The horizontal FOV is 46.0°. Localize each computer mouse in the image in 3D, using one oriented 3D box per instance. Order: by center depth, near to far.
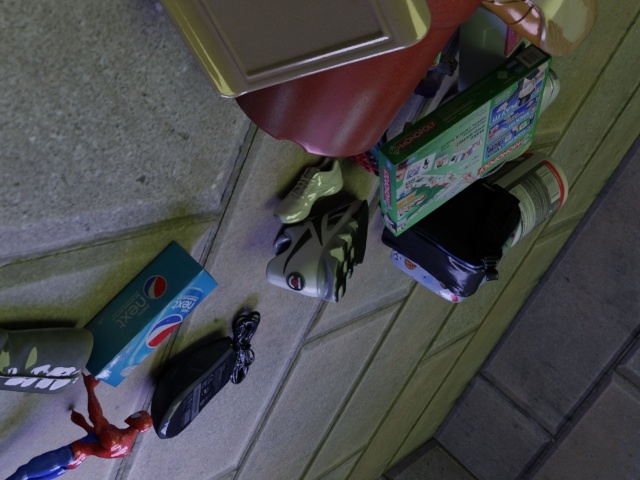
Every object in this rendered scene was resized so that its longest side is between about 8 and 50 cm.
[{"bbox_3d":[-0.217,0.242,1.345,0.272,0.072,0.189,-41,155,-47],"label":"computer mouse"}]

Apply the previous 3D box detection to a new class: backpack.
[{"bbox_3d":[0.287,-0.020,1.588,0.263,0.276,0.213,-41,160,-33],"label":"backpack"}]

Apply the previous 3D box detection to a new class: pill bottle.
[{"bbox_3d":[0.446,-0.081,1.841,0.318,0.176,0.176,-32,150,-31],"label":"pill bottle"}]

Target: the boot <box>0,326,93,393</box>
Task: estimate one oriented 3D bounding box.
[{"bbox_3d":[-0.404,0.177,0.945,0.190,0.076,0.208,-49,162,4],"label":"boot"}]

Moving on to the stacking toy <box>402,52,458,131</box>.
[{"bbox_3d":[0.170,-0.270,1.182,0.221,0.052,0.167,69,37,-62],"label":"stacking toy"}]

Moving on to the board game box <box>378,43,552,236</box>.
[{"bbox_3d":[0.233,-0.159,1.237,0.317,0.046,0.214,-35,153,-13],"label":"board game box"}]

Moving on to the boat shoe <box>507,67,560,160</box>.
[{"bbox_3d":[0.420,-0.256,1.622,0.088,0.096,0.267,-30,163,-27],"label":"boat shoe"}]

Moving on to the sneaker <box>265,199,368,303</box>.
[{"bbox_3d":[0.000,0.000,1.320,0.330,0.146,0.123,-47,140,-66],"label":"sneaker"}]

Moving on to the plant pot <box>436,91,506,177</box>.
[{"bbox_3d":[0.318,-0.211,1.483,0.165,0.167,0.167,-20,144,-61],"label":"plant pot"}]

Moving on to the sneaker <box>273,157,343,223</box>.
[{"bbox_3d":[-0.023,-0.085,1.220,0.152,0.053,0.061,-42,146,-30],"label":"sneaker"}]

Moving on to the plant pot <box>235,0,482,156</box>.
[{"bbox_3d":[0.030,-0.255,0.840,0.272,0.272,0.265,-25,154,-42],"label":"plant pot"}]

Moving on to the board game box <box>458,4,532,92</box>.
[{"bbox_3d":[0.351,-0.405,1.270,0.303,0.097,0.224,-53,157,-18],"label":"board game box"}]

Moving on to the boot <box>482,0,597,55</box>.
[{"bbox_3d":[0.252,-0.372,1.056,0.295,0.211,0.104,11,119,-51],"label":"boot"}]

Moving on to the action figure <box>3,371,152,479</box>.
[{"bbox_3d":[-0.390,0.290,1.112,0.280,0.139,0.091,-21,153,-7],"label":"action figure"}]

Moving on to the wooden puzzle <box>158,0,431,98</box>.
[{"bbox_3d":[-0.045,-0.251,0.678,0.221,0.238,0.044,59,37,-30],"label":"wooden puzzle"}]

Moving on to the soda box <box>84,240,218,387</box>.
[{"bbox_3d":[-0.251,0.105,1.078,0.210,0.071,0.067,-46,155,-8],"label":"soda box"}]

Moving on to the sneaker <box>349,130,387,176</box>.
[{"bbox_3d":[0.086,-0.195,1.174,0.125,0.104,0.262,-47,156,-9],"label":"sneaker"}]
